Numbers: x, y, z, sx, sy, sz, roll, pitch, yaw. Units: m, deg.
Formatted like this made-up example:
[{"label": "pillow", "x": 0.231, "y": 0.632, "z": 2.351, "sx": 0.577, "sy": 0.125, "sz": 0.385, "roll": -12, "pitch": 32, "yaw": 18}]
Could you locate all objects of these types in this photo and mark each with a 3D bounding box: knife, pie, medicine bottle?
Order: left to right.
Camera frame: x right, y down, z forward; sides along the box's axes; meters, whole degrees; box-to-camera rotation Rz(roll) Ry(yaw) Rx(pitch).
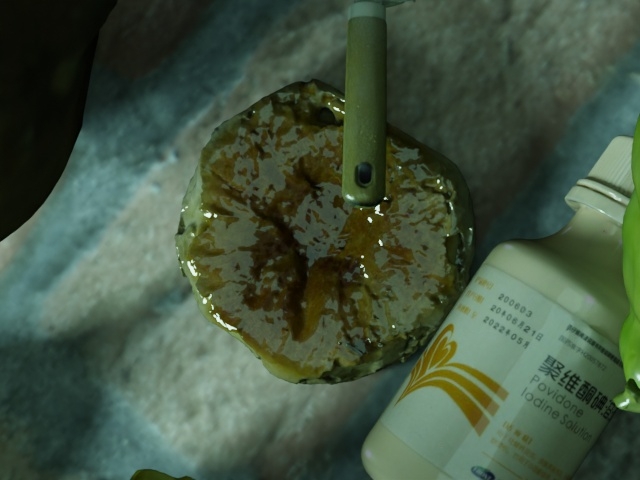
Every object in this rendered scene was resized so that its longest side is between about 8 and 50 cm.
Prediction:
[{"label": "pie", "x": 0.000, "y": 0.000, "z": 0.786, "sx": 0.195, "sy": 0.046, "sz": 0.195, "roll": -1, "pitch": 85, "yaw": 7}, {"label": "knife", "x": 0.040, "y": -0.160, "z": 0.789, "sx": 0.047, "sy": 0.017, "sz": 0.298, "roll": -1, "pitch": 70, "yaw": 6}, {"label": "medicine bottle", "x": 0.134, "y": 0.058, "z": 0.730, "sx": 0.114, "sy": 0.114, "sz": 0.252, "roll": 34, "pitch": 88, "yaw": 9}]

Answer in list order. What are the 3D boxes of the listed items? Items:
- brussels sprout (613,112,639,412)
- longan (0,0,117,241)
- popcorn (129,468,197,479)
[{"label": "brussels sprout", "x": 0.375, "y": -0.008, "z": 0.579, "sx": 0.425, "sy": 0.342, "sz": 0.361, "roll": 25, "pitch": 97, "yaw": -6}, {"label": "longan", "x": -0.262, "y": -0.134, "z": 0.707, "sx": 0.318, "sy": 0.319, "sz": 0.319, "roll": -1, "pitch": 84, "yaw": 7}, {"label": "popcorn", "x": -0.118, "y": 0.260, "z": 0.706, "sx": 0.236, "sy": 0.206, "sz": 0.252, "roll": 6, "pitch": 117, "yaw": -6}]
